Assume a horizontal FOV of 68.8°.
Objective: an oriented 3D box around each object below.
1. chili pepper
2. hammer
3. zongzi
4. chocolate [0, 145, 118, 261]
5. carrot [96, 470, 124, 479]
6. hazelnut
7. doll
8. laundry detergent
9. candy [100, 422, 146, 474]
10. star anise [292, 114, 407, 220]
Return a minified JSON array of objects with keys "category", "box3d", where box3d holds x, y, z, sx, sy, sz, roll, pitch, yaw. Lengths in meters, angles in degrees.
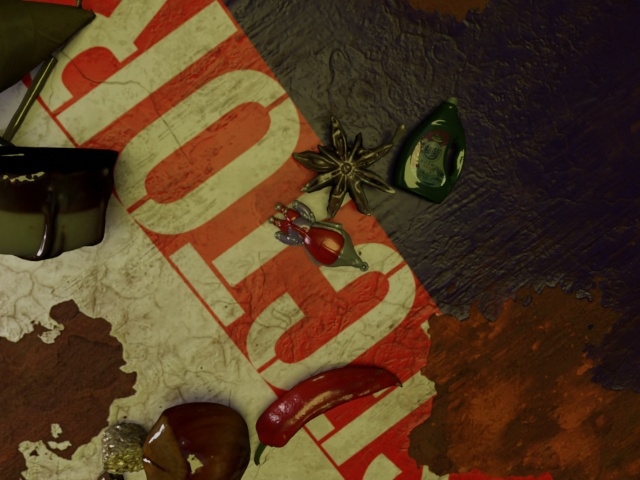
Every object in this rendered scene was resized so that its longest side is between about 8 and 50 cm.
[{"category":"chili pepper","box3d":[-0.006,0.358,0.998,0.368,0.092,0.137,-28,110,0]},{"category":"hammer","box3d":[-0.557,-0.264,0.893,0.062,0.013,0.199,32,93,-9]},{"category":"zongzi","box3d":[-0.563,-0.251,0.712,0.418,0.447,0.181,-17,137,-10]},{"category":"chocolate","box3d":[-0.488,-0.068,0.808,0.283,0.283,0.186,-1,103,-6]},{"category":"carrot","box3d":[-0.473,0.567,0.987,0.060,0.060,0.186,28,97,-9]},{"category":"hazelnut","box3d":[-0.247,0.434,0.948,0.181,0.181,0.212,11,90,20]},{"category":"doll","box3d":[0.000,0.000,0.957,0.227,0.075,0.102,29,108,1]},{"category":"laundry detergent","box3d":[0.242,-0.190,0.968,0.137,0.063,0.211,23,92,-11]},{"category":"candy","box3d":[-0.398,0.428,0.957,0.095,0.110,0.085,-3,97,-22]},{"category":"star anise","box3d":[0.065,-0.150,0.938,0.231,0.089,0.209,-10,100,-2]}]
